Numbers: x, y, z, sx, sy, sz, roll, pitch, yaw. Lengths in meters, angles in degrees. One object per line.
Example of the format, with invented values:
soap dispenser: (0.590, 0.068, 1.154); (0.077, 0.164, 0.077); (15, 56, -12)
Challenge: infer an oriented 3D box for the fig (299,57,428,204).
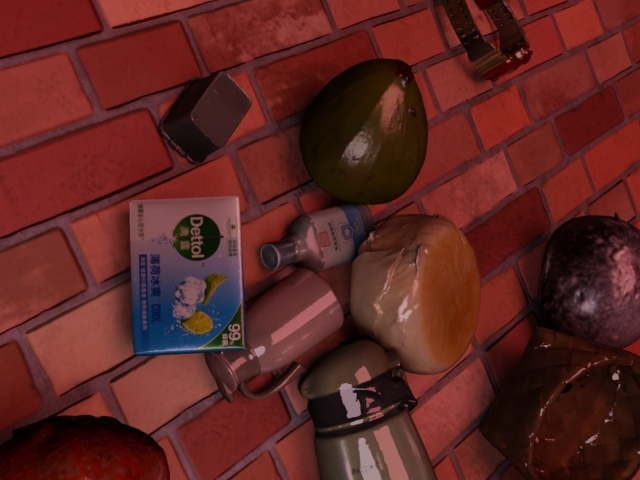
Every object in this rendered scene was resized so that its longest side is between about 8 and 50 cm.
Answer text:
fig: (0.079, -0.168, 1.340); (0.203, 0.225, 0.203); (16, 51, -20)

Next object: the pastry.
pastry: (0.151, 0.078, 1.379); (0.264, 0.133, 0.265); (-9, 102, -49)

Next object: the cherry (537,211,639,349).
cherry: (0.533, 0.076, 1.687); (0.255, 0.218, 0.296); (32, 74, -36)

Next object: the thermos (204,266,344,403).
thermos: (-0.065, 0.144, 1.231); (0.193, 0.105, 0.137); (-36, 125, -29)

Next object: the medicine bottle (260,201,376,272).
medicine bottle: (0.000, 0.000, 1.341); (0.208, 0.053, 0.090); (-18, 96, -43)

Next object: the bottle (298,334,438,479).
bottle: (0.075, 0.311, 1.269); (0.168, 0.168, 0.347); (-15, 88, -42)

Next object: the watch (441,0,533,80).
watch: (0.300, -0.433, 1.685); (0.165, 0.102, 0.268); (-20, 85, -49)

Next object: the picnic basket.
picnic basket: (0.484, 0.334, 1.488); (0.337, 0.337, 0.293); (22, 98, -36)

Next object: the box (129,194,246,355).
box: (-0.167, 0.046, 1.134); (0.139, 0.073, 0.194); (-3, 81, -5)

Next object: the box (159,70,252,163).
box: (-0.155, -0.174, 1.235); (0.084, 0.069, 0.122); (43, 56, -24)

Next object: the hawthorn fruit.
hawthorn fruit: (-0.261, 0.311, 0.956); (0.215, 0.215, 0.250); (-1, 87, -41)
